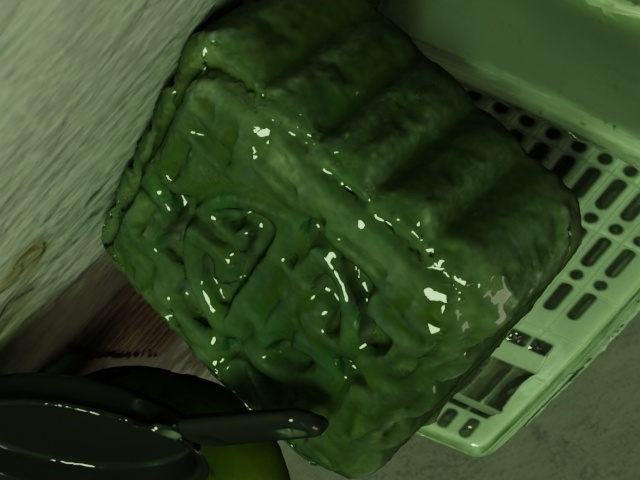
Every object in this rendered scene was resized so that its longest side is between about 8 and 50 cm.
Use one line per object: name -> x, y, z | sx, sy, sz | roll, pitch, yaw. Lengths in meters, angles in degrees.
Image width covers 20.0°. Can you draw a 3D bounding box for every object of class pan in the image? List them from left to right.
pan -> -0.084, 0.089, 0.857 | 0.235, 0.136, 0.028 | -13, -122, 41

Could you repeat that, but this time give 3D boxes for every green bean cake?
green bean cake -> 0.000, 0.000, 0.812 | 0.094, 0.183, 0.185 | -41, 170, -40

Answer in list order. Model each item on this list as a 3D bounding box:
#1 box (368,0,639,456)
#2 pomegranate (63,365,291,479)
box -> 0.076, -0.036, 0.943 | 0.290, 0.221, 0.166 | -55, -167, 46
pomegranate -> -0.089, 0.174, 1.018 | 0.202, 0.248, 0.202 | -17, 113, -45
